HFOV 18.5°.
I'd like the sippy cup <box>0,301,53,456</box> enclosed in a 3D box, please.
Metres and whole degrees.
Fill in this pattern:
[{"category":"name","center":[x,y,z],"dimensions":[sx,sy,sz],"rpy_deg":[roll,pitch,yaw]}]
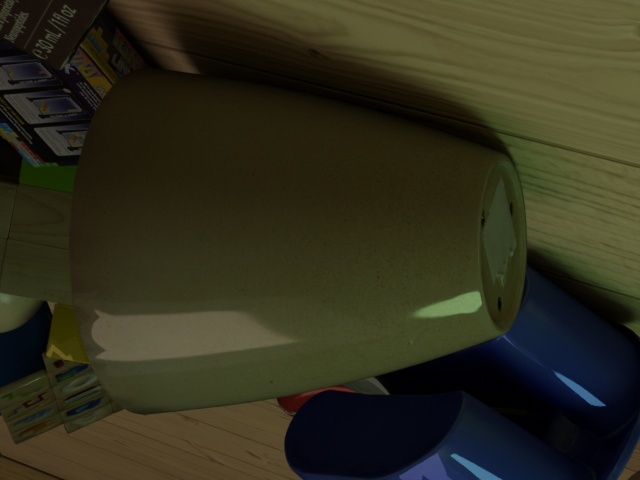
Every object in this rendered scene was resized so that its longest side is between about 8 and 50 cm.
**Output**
[{"category":"sippy cup","center":[-0.400,0.085,2.130],"dimensions":[0.305,0.240,0.224],"rpy_deg":[49,168,-33]}]

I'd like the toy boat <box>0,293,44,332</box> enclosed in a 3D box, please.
[{"category":"toy boat","center":[-0.414,0.040,1.939],"dimensions":[0.267,0.318,0.148],"rpy_deg":[30,157,-7]}]

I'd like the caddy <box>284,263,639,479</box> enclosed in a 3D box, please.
[{"category":"caddy","center":[0.129,0.151,1.627],"dimensions":[0.179,0.241,0.341],"rpy_deg":[39,160,-20]}]

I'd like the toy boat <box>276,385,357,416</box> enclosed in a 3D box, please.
[{"category":"toy boat","center":[0.059,0.202,2.031],"dimensions":[0.231,0.151,0.151],"rpy_deg":[24,163,7]}]

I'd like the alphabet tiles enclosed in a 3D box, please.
[{"category":"alphabet tiles","center":[-0.200,0.129,2.065],"dimensions":[0.011,0.285,0.342],"rpy_deg":[63,169,15]}]

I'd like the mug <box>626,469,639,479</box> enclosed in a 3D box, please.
[{"category":"mug","center":[0.377,0.334,1.774],"dimensions":[0.328,0.276,0.374],"rpy_deg":[22,-156,-13]}]

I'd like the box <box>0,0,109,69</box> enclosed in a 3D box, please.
[{"category":"box","center":[-0.267,-0.264,1.123],"dimensions":[0.381,0.143,0.191],"rpy_deg":[30,163,-9]}]

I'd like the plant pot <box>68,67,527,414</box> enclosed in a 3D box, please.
[{"category":"plant pot","center":[0.000,0.000,1.411],"dimensions":[0.274,0.256,0.256],"rpy_deg":[0,154,21]}]

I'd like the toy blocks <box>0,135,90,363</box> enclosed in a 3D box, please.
[{"category":"toy blocks","center":[-0.273,-0.025,1.787],"dimensions":[0.381,0.191,0.261],"rpy_deg":[11,-171,-6]}]

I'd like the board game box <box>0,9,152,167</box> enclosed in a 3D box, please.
[{"category":"board game box","center":[-0.204,-0.124,1.536],"dimensions":[0.141,0.048,0.170],"rpy_deg":[-3,148,25]}]

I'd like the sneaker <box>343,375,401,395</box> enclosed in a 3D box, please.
[{"category":"sneaker","center":[0.070,0.113,1.874],"dimensions":[0.271,0.100,0.108],"rpy_deg":[27,178,7]}]
